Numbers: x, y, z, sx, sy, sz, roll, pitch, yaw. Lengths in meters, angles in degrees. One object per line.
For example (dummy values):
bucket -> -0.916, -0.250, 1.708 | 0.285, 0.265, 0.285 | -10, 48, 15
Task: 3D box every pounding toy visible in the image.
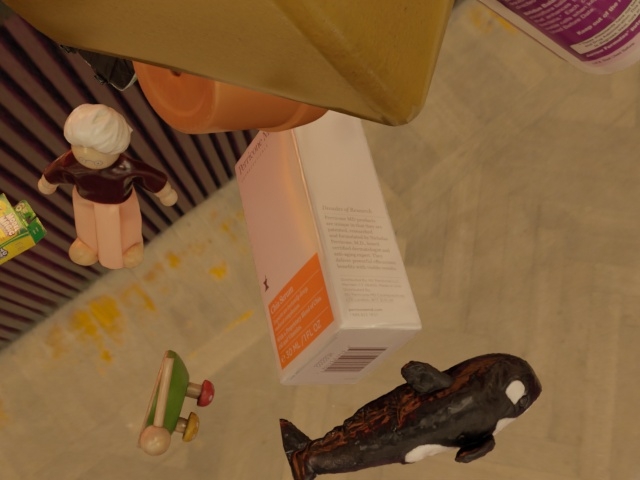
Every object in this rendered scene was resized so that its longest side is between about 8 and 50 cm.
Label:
pounding toy -> -0.250, 0.297, 1.680 | 0.110, 0.237, 0.183 | 17, 83, -8

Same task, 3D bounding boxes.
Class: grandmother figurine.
grandmother figurine -> -0.319, -0.077, 1.404 | 0.208, 0.342, 0.104 | -3, 58, -8

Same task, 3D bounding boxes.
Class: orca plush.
orca plush -> 0.092, 0.165, 1.010 | 0.287, 0.151, 0.102 | -12, 115, 8

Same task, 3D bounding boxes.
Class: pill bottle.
pill bottle -> 0.223, -0.305, 0.956 | 0.301, 0.169, 0.169 | 24, 79, -32

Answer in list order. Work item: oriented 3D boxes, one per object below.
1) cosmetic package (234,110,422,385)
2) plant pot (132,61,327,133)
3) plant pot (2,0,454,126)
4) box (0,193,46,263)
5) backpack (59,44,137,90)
cosmetic package -> 0.000, 0.000, 1.637 | 0.161, 0.230, 0.453 | 4, 56, -30
plant pot -> -0.134, -0.276, 1.351 | 0.203, 0.291, 0.291 | -29, 79, -37
plant pot -> -0.054, -0.186, 0.370 | 0.212, 0.187, 0.212 | 17, 91, 21
box -> -0.527, -0.001, 1.465 | 0.179, 0.043, 0.105 | -31, 52, -18
backpack -> -0.379, -0.444, 1.814 | 0.225, 0.253, 0.191 | 44, 59, -2
